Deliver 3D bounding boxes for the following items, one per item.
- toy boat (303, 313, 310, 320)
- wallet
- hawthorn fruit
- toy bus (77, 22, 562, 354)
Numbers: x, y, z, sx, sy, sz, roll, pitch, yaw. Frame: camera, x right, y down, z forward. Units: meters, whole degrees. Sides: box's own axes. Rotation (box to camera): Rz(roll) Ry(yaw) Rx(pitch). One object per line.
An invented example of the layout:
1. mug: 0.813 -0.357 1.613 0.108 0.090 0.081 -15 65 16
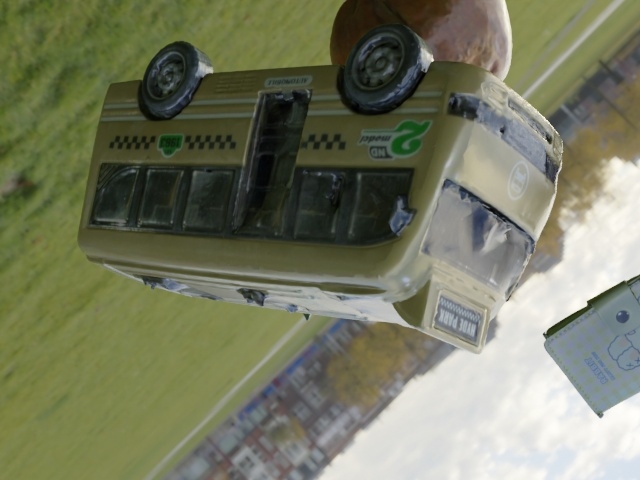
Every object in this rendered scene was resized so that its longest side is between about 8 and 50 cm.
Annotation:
1. toy boat: -0.009 -0.029 1.294 0.070 0.210 0.291 -12 161 -22
2. wallet: 0.606 0.182 1.851 0.309 0.223 0.077 -35 -172 15
3. hawthorn fruit: 0.169 -0.283 1.434 0.277 0.298 0.277 -34 -155 19
4. toy bus: -0.011 -0.036 0.755 0.177 0.365 0.202 26 73 -49
